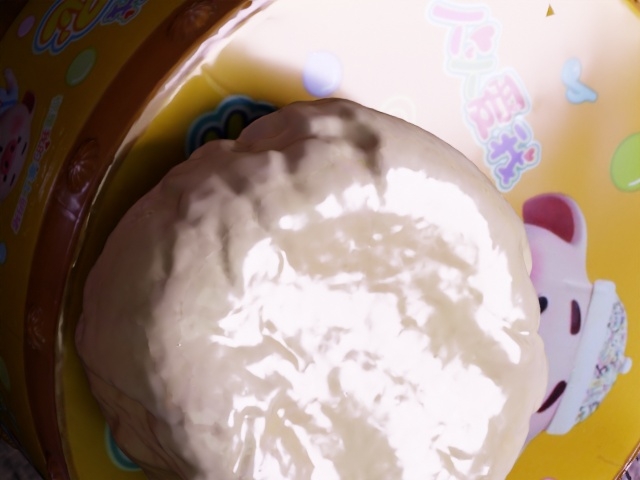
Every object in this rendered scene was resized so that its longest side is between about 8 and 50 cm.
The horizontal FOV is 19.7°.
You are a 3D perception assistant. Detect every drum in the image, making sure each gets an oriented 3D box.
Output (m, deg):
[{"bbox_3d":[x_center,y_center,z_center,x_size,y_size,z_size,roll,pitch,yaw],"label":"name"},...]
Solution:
[{"bbox_3d":[0.000,0.000,1.041,0.431,0.214,0.431,-12,116,-26],"label":"drum"}]

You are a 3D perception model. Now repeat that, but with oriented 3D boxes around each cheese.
[{"bbox_3d":[0.006,0.045,0.866,0.214,0.117,0.226,-44,121,-16],"label":"cheese"}]
